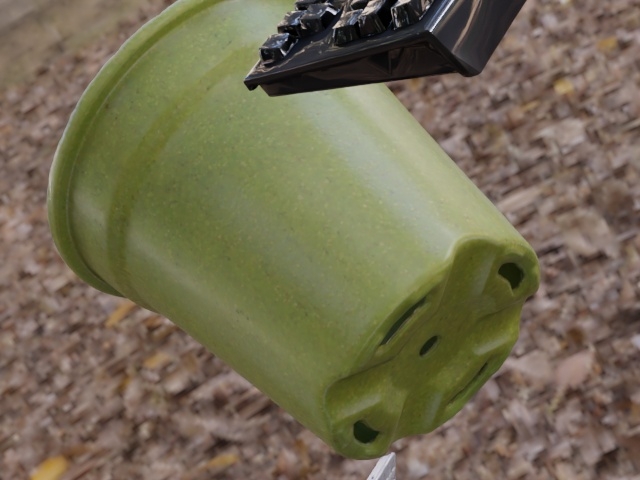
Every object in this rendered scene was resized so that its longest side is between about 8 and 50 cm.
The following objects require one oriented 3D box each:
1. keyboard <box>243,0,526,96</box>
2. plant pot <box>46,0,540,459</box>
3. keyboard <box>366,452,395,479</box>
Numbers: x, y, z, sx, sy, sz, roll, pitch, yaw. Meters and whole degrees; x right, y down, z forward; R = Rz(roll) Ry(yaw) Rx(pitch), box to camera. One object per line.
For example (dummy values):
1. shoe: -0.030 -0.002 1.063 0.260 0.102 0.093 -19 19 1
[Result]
1. keyboard: 0.056 -0.107 0.369 0.108 0.023 0.180 -1 46 44
2. plant pot: 0.000 0.000 0.920 0.276 0.276 0.254 -36 57 -17
3. keyboard: 0.024 0.239 1.012 0.014 0.072 0.256 -3 13 18
